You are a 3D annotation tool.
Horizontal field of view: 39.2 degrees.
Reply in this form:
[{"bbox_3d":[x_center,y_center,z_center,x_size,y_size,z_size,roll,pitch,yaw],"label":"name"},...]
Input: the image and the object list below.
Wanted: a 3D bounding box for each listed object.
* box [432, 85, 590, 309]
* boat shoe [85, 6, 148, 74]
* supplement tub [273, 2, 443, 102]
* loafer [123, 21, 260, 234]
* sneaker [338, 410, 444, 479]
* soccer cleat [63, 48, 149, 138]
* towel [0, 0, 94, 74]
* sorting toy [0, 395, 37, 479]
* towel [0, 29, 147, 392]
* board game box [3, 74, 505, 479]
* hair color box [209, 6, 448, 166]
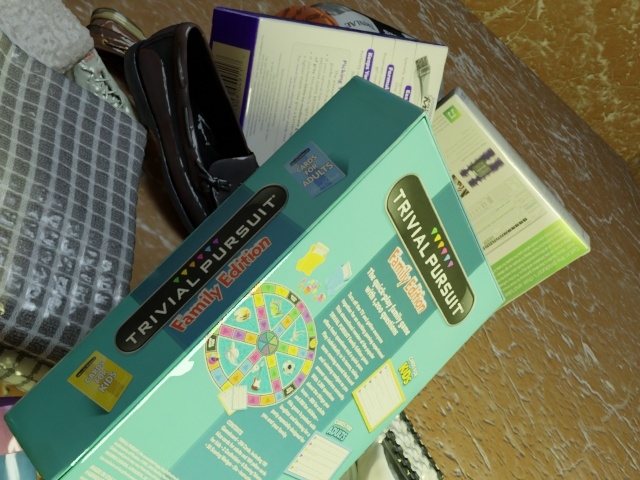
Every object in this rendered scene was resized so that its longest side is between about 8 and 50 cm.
[{"bbox_3d":[0.230,-0.047,1.407,0.322,0.232,0.058,48,28,-8],"label":"box"},{"bbox_3d":[-0.219,-0.215,1.125,0.178,0.064,0.060,33,62,-28],"label":"boat shoe"},{"bbox_3d":[0.048,-0.264,1.437,0.316,0.193,0.193,3,54,-56],"label":"supplement tub"},{"bbox_3d":[-0.123,-0.100,1.020,0.109,0.095,0.302,-31,97,-56],"label":"loafer"},{"bbox_3d":[0.053,0.244,0.927,0.110,0.118,0.292,57,8,12],"label":"sneaker"},{"bbox_3d":[-0.260,-0.179,0.988,0.196,0.076,0.068,41,29,-20],"label":"soccer cleat"},{"bbox_3d":[-0.370,-0.247,0.863,0.282,0.049,0.187,47,52,-10],"label":"towel"},{"bbox_3d":[-0.292,0.186,0.503,0.365,0.127,0.126,-9,93,-62],"label":"sorting toy"},{"bbox_3d":[-0.264,-0.043,0.726,0.235,0.121,0.284,30,45,-35],"label":"towel"},{"bbox_3d":[-0.023,0.083,0.681,0.079,0.336,0.254,36,-13,39],"label":"board game box"},{"bbox_3d":[0.008,-0.193,1.199,0.339,0.185,0.110,-2,19,-40],"label":"hair color box"}]
